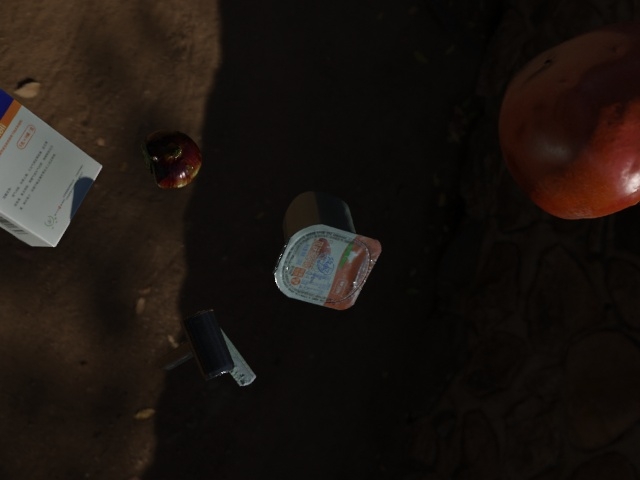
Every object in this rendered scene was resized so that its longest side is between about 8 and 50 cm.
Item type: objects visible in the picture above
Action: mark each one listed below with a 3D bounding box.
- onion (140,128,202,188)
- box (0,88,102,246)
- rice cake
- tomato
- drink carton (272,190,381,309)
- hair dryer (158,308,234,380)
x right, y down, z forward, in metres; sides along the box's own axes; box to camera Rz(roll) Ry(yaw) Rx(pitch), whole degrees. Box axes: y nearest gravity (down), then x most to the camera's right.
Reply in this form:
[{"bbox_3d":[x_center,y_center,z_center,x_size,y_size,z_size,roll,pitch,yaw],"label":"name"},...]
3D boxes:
[{"bbox_3d":[-0.284,-0.158,1.492,0.118,0.118,0.117,-17,91,-39],"label":"onion"},{"bbox_3d":[-0.604,-0.146,1.503,0.299,0.106,0.200,42,62,-39],"label":"box"},{"bbox_3d":[-0.241,0.270,1.935,0.040,0.085,0.226,-36,95,4],"label":"rice cake"},{"bbox_3d":[0.446,-0.200,1.223,0.273,0.341,0.341,48,64,-6],"label":"tomato"},{"bbox_3d":[0.000,0.000,1.598,0.191,0.190,0.185,14,125,-17],"label":"drink carton"},{"bbox_3d":[-0.266,0.240,1.577,0.070,0.255,0.128,-17,77,-39],"label":"hair dryer"}]
